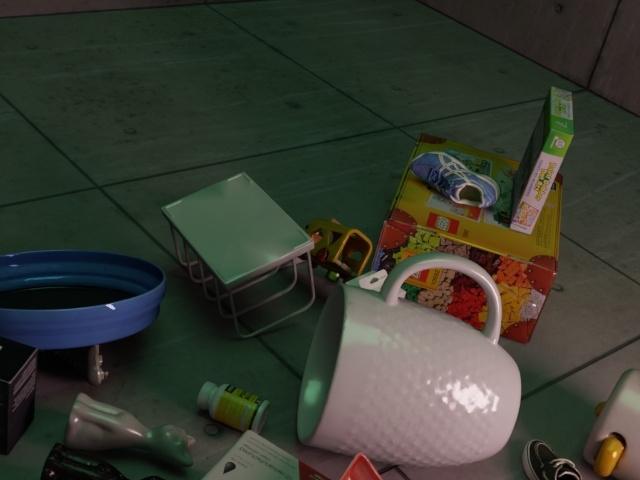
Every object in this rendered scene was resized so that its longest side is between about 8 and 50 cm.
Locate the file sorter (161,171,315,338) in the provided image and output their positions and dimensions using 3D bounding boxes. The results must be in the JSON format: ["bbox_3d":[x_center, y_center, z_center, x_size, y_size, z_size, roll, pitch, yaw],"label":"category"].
[{"bbox_3d":[-0.160,0.030,1.915,0.192,0.173,0.277,-25,45,-21],"label":"file sorter"}]

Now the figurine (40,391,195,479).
[{"bbox_3d":[-0.299,0.337,1.473,0.209,0.092,0.215,16,25,-5],"label":"figurine"}]

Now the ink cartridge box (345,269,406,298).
[{"bbox_3d":[0.098,0.135,1.902,0.090,0.143,0.092,33,36,30],"label":"ink cartridge box"}]

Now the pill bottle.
[{"bbox_3d":[-0.150,0.284,1.640,0.116,0.065,0.065,20,31,11],"label":"pill bottle"}]

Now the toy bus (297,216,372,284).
[{"bbox_3d":[0.011,0.005,2.004,0.202,0.104,0.191,29,-10,0],"label":"toy bus"}]

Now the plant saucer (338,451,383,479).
[{"bbox_3d":[0.062,0.470,1.328,0.258,0.047,0.259,56,36,-6],"label":"plant saucer"}]

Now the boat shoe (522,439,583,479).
[{"bbox_3d":[0.417,0.413,1.647,0.077,0.070,0.219,2,33,-19],"label":"boat shoe"}]

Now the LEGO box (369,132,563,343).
[{"bbox_3d":[0.344,-0.025,2.211,0.372,0.193,0.500,18,31,6],"label":"LEGO box"}]

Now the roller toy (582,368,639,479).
[{"bbox_3d":[0.559,0.336,1.716,0.146,0.209,0.191,27,-6,22],"label":"roller toy"}]

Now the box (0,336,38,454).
[{"bbox_3d":[-0.532,0.227,1.490,0.155,0.158,0.093,17,33,5],"label":"box"}]

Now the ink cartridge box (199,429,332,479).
[{"bbox_3d":[-0.105,0.425,1.366,0.197,0.114,0.273,28,33,14],"label":"ink cartridge box"}]

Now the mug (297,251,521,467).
[{"bbox_3d":[0.168,0.199,1.611,0.327,0.374,0.276,15,13,-9],"label":"mug"}]

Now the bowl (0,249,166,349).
[{"bbox_3d":[-0.468,0.099,1.694,0.390,0.077,0.391,2,13,0],"label":"bowl"}]

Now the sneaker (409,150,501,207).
[{"bbox_3d":[0.289,-0.133,2.096,0.211,0.080,0.081,23,29,17],"label":"sneaker"}]

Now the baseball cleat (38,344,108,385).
[{"bbox_3d":[-0.441,0.195,1.680,0.109,0.072,0.206,-8,27,-21],"label":"baseball cleat"}]

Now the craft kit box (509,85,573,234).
[{"bbox_3d":[0.478,-0.177,2.084,0.060,0.247,0.250,16,32,5],"label":"craft kit box"}]

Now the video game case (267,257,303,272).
[{"bbox_3d":[-0.176,-0.019,2.162,0.204,0.025,0.285,-16,41,-40],"label":"video game case"}]
